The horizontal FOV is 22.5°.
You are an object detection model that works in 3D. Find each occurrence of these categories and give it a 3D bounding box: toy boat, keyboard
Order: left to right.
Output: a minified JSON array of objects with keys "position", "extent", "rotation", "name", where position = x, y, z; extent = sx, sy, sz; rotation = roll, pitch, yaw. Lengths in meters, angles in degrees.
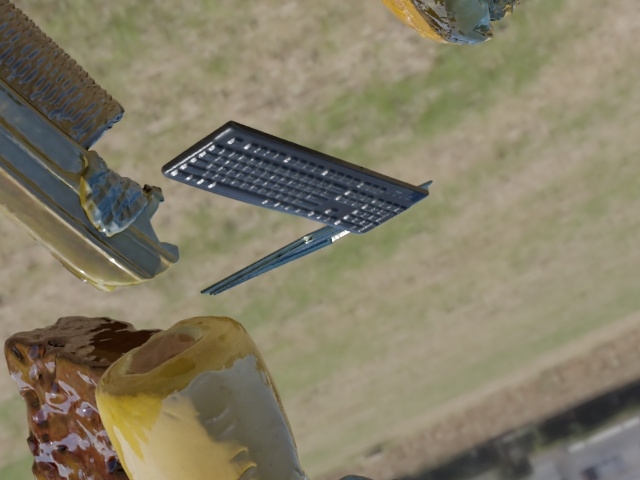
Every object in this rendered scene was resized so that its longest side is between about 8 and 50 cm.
[{"position":[-0.213,-0.090,1.097],"extent":[0.115,0.310,0.089],"rotation":[-51,-176,-11],"name":"toy boat"},{"position":[-0.053,-0.067,1.412],"extent":[0.103,0.041,0.381],"rotation":[-31,144,32],"name":"keyboard"}]

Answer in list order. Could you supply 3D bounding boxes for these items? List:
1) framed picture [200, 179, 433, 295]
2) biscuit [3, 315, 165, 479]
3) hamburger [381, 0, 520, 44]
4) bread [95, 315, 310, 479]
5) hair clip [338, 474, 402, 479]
[{"position":[0.000,0.000,2.253],"extent":[0.232,0.019,0.296],"rotation":[-28,178,42],"name":"framed picture"},{"position":[-0.248,0.302,2.227],"extent":[0.342,0.395,0.166],"rotation":[9,-152,35],"name":"biscuit"},{"position":[0.106,-0.307,1.588],"extent":[0.163,0.244,0.244],"rotation":[-51,171,-4],"name":"hamburger"},{"position":[-0.088,0.152,1.219],"extent":[0.134,0.173,0.085],"rotation":[-24,-162,4],"name":"bread"},{"position":[0.031,0.344,1.506],"extent":[0.194,0.206,0.310],"rotation":[7,-127,35],"name":"hair clip"}]
